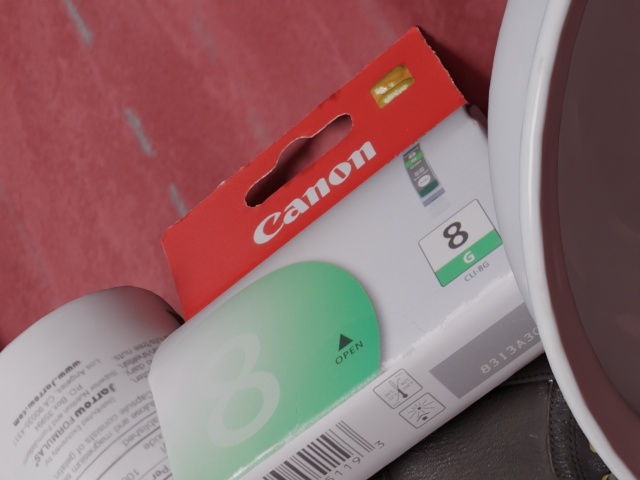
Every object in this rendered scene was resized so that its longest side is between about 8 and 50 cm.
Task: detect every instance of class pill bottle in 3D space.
[{"bbox_3d":[-0.059,0.141,0.653,0.229,0.131,0.131,44,109,25],"label":"pill bottle"}]

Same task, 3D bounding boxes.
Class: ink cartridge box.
[{"bbox_3d":[0.000,0.000,0.607,0.181,0.056,0.224,-38,42,11],"label":"ink cartridge box"}]

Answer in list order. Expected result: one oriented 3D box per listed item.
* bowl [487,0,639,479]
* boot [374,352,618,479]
[{"bbox_3d":[0.170,-0.047,0.465,0.134,0.298,0.298,31,105,65],"label":"bowl"},{"bbox_3d":[0.117,0.086,0.549,0.263,0.091,0.229,-4,59,17],"label":"boot"}]
